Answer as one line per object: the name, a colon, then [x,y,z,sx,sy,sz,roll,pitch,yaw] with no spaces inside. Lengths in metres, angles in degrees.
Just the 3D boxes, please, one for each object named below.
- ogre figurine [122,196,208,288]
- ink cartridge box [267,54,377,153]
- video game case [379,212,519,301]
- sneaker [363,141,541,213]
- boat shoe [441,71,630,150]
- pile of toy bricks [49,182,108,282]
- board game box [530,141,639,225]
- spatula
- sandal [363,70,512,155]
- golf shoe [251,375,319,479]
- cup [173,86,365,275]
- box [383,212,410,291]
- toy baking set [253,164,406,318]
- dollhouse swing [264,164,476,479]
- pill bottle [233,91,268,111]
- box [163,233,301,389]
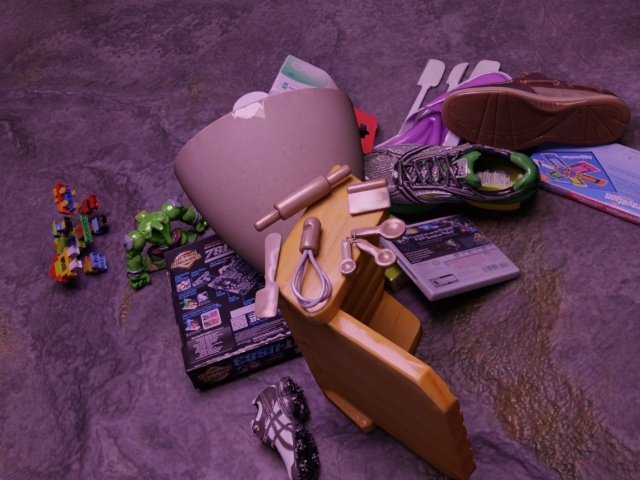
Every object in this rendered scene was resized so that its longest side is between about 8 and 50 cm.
ogre figurine: [-0.310,-0.007,1.683,0.197,0.118,0.097,-28,49,-7]
ink cartridge box: [0.014,-0.270,1.695,0.224,0.056,0.181,22,33,-5]
video game case: [0.221,0.025,1.499,0.190,0.022,0.173,-13,44,-27]
sneaker: [0.223,-0.128,1.546,0.343,0.146,0.134,-1,79,8]
boat shoe: [0.398,-0.253,1.621,0.341,0.123,0.123,0,36,5]
pile of toy bricks: [-0.513,-0.001,1.771,0.105,0.118,0.212,-32,61,28]
board game box: [0.521,-0.118,1.567,0.281,0.027,0.145,27,62,33]
spatula: [0.267,-0.296,1.802,0.168,0.019,0.242,11,56,25]
sandal: [0.220,-0.209,1.680,0.416,0.102,0.169,-38,54,-9]
golf shoe: [-0.061,0.317,1.376,0.093,0.077,0.198,-26,41,11]
cup: [-0.053,-0.072,1.471,0.331,0.331,0.237,-23,77,-2]
box: [0.113,0.005,1.587,0.109,0.042,0.178,-39,52,-15]
toy baking set: [-0.002,-0.005,1.177,0.256,0.030,0.197,-29,49,-7]
dollhouse swing: [0.127,0.126,1.279,0.304,0.347,0.315,15,57,28]
pill bottle: [-0.112,-0.207,1.741,0.107,0.180,0.108,-9,50,11]
box: [-0.122,0.093,1.569,0.295,0.073,0.293,-20,46,-2]
